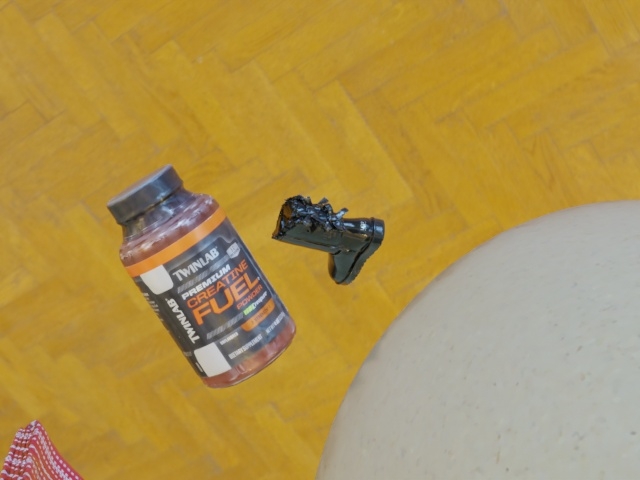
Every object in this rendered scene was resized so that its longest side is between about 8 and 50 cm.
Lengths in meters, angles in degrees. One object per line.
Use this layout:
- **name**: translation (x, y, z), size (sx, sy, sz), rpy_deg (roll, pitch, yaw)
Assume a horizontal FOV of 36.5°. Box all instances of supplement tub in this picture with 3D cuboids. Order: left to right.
- **supplement tub**: translation (-0.113, 0.031, 0.889), size (0.106, 0.106, 0.198), rpy_deg (-27, 104, 23)

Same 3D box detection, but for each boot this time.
- **boot**: translation (0.000, 0.001, 0.974), size (0.099, 0.045, 0.121), rpy_deg (12, 150, -15)

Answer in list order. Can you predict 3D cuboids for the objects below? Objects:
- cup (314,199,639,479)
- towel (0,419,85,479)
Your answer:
- **cup**: translation (0.177, 0.140, 0.343), size (0.330, 0.237, 0.331), rpy_deg (1, 87, -12)
- **towel**: translation (-0.174, 0.249, 0.744), size (0.031, 0.275, 0.199), rpy_deg (-40, 103, -5)
